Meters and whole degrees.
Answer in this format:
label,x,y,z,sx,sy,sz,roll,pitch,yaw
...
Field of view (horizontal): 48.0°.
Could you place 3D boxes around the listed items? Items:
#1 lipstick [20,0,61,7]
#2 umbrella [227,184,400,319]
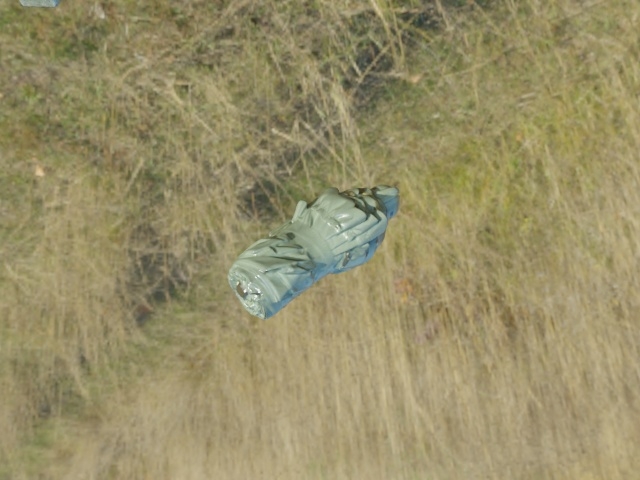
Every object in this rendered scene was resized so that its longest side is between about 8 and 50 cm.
label,x,y,z,sx,sy,sz,roll,pitch,yaw
lipstick,-0.194,-0.199,0.424,0.030,0.030,0.129,8,149,20
umbrella,0.000,0.000,0.502,0.144,0.062,0.067,-32,-174,-24
